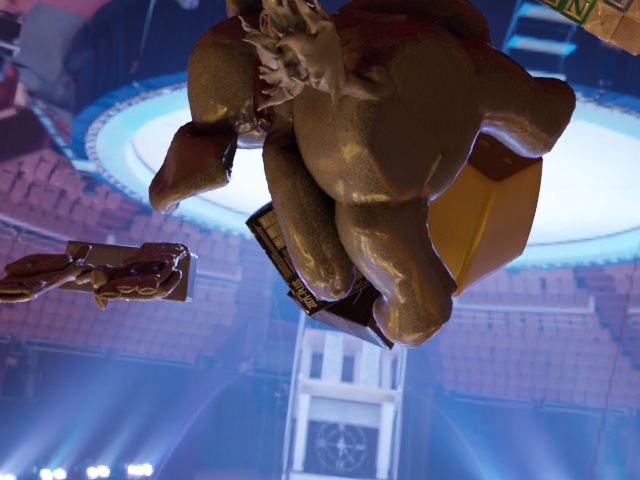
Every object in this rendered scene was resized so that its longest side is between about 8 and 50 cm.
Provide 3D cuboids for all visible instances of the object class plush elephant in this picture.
[{"bbox_3d":[-0.003,-0.105,0.649,0.330,0.272,0.255,32,176,-43],"label":"plush elephant"}]

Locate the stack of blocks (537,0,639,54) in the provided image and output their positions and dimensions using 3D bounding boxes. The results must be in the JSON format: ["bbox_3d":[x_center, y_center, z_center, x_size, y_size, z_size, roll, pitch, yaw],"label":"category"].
[{"bbox_3d":[0.382,-0.417,1.110,0.297,0.171,0.087,39,-141,22],"label":"stack of blocks"}]

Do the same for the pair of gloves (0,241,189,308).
[{"bbox_3d":[-0.304,0.048,1.037,0.239,0.042,0.204,-2,-165,-1],"label":"pair of gloves"}]

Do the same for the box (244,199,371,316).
[{"bbox_3d":[0.000,0.000,1.177,0.147,0.180,0.077,-31,-169,20],"label":"box"}]

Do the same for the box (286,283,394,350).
[{"bbox_3d":[0.068,0.092,1.449,0.207,0.153,0.108,19,161,40],"label":"box"}]

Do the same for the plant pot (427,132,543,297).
[{"bbox_3d":[0.219,-0.077,1.200,0.212,0.187,0.212,-25,-124,-41],"label":"plant pot"}]

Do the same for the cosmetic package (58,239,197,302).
[{"bbox_3d":[-0.363,0.061,1.493,0.237,0.107,0.127,9,175,0],"label":"cosmetic package"}]
